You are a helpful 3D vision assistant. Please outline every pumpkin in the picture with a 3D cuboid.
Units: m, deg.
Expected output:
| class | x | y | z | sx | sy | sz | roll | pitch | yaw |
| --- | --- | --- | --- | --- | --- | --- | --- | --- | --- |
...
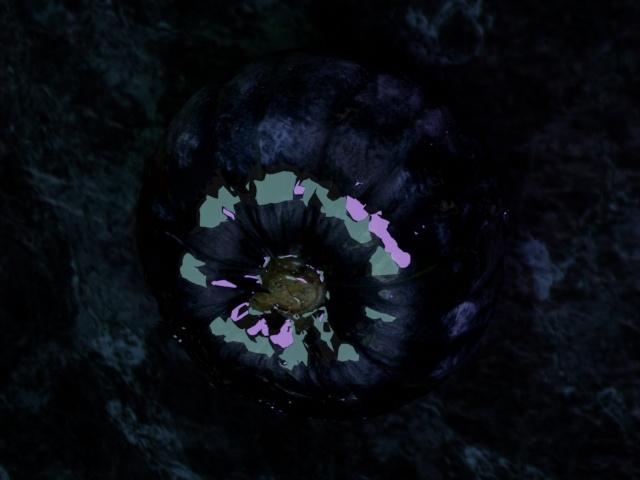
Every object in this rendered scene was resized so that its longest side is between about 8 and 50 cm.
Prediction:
| class | x | y | z | sx | sy | sz | roll | pitch | yaw |
| --- | --- | --- | --- | --- | --- | --- | --- | --- | --- |
| pumpkin | 0.000 | 0.000 | 0.991 | 0.233 | 0.163 | 0.233 | 8 | 120 | 14 |
